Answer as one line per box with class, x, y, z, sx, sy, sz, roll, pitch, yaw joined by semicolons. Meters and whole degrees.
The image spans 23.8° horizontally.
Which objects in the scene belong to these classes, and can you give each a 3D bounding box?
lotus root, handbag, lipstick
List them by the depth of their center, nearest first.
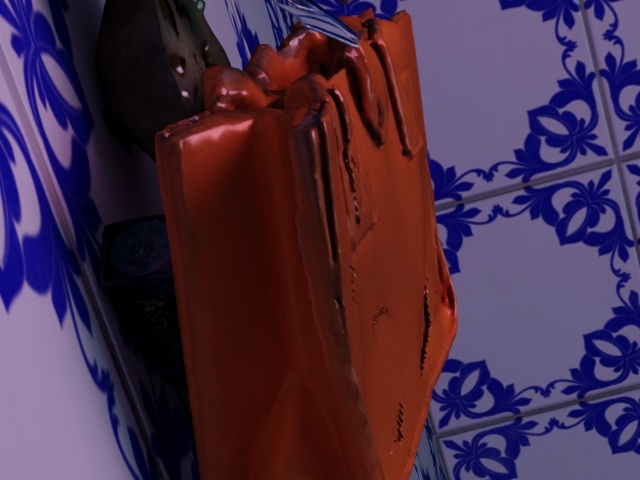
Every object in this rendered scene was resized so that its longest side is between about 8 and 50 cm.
lipstick;-0.075;0.100;1.027;0.312;0.051;0.051;71;10;-50
handbag;0.011;0.006;1.051;0.410;0.116;0.303;-59;144;-70
lotus root;-0.112;-0.107;1.075;0.203;0.078;0.183;-98;164;-53

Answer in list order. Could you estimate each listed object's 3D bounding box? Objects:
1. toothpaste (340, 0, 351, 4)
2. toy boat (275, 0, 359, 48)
toothpaste;-0.085;-0.304;1.073;0.336;0.067;0.081;44;7;2
toy boat;-0.085;-0.198;0.999;0.291;0.067;0.220;45;14;26
